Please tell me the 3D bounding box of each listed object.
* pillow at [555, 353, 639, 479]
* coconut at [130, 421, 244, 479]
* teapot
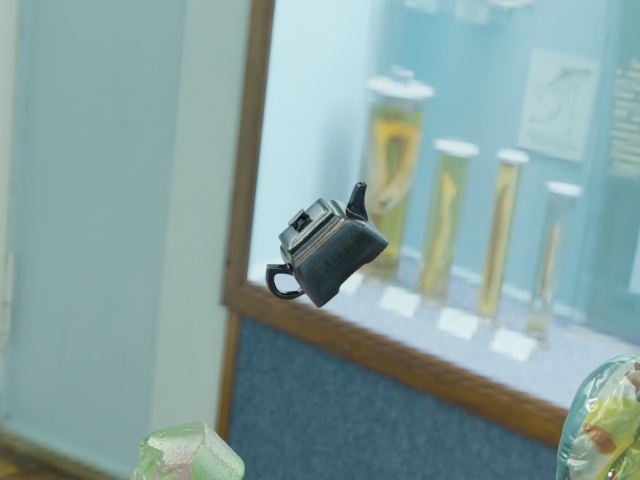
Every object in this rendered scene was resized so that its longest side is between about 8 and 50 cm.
[{"bbox_3d":[0.372,0.237,1.709,0.086,0.214,0.233,28,9,34],"label":"pillow"},{"bbox_3d":[-0.109,0.181,1.079,0.081,0.082,0.083,43,2,-16],"label":"coconut"},{"bbox_3d":[0.000,0.000,1.678,0.096,0.177,0.087,45,4,-30],"label":"teapot"}]
